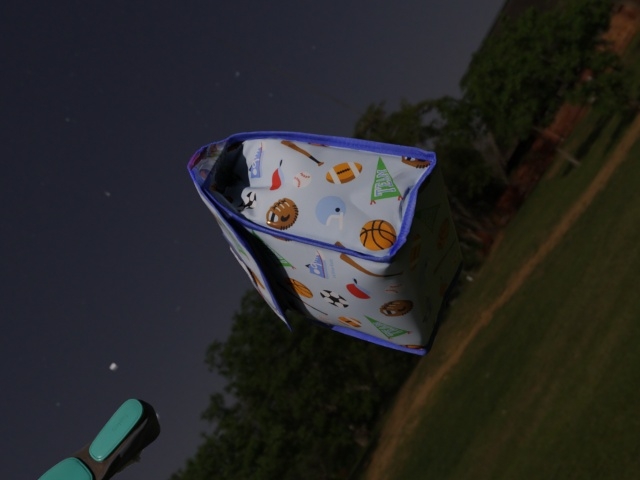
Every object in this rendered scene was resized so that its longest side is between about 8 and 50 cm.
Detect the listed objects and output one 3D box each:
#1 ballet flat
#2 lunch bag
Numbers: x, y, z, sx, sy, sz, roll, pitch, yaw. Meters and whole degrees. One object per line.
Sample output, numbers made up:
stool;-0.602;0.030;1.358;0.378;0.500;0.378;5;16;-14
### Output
ballet flat;-0.282;0.289;1.043;0.203;0.074;0.074;-44;-15;-14
lunch bag;0.000;0.000;1.322;0.239;0.386;0.328;-63;-27;-25
